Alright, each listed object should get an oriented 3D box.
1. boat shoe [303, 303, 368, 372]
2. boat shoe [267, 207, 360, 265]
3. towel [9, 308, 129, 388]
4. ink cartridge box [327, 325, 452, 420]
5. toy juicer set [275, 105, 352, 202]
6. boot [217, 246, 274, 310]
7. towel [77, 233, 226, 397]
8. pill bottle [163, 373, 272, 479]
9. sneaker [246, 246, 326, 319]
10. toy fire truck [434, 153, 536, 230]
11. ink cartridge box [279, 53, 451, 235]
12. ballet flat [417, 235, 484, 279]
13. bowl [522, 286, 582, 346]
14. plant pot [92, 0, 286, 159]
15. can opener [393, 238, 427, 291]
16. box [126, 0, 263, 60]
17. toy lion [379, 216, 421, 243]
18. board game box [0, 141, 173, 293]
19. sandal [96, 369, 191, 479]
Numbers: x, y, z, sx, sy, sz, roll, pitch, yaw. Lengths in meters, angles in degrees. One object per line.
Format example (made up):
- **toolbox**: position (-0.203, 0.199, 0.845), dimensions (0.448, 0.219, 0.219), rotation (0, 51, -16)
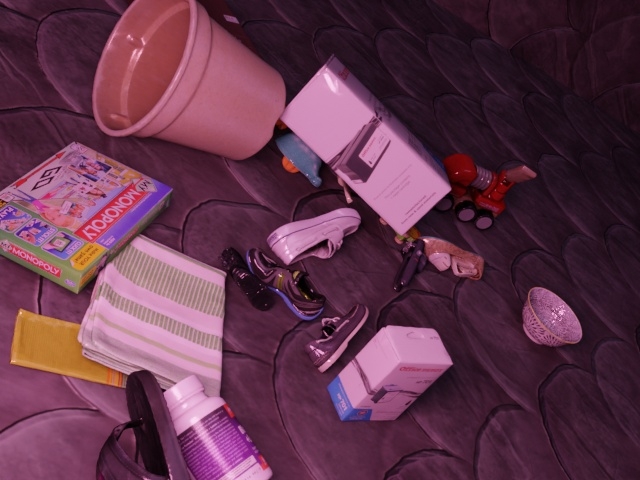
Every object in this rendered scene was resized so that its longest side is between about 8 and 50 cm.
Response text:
- **boat shoe**: position (0.032, 0.173, 1.671), dimensions (0.065, 0.075, 0.206), rotation (43, 39, -1)
- **boat shoe**: position (0.000, 0.000, 1.836), dimensions (0.258, 0.095, 0.084), rotation (-18, 67, -40)
- **towel**: position (-0.361, 0.175, 1.343), dimensions (0.237, 0.021, 0.102), rotation (19, 38, -28)
- **ink cartridge box**: position (0.125, 0.247, 1.569), dimensions (0.140, 0.190, 0.082), rotation (8, 45, -37)
- **toy juicer set**: position (-0.041, -0.203, 2.038), dimensions (0.329, 0.089, 0.209), rotation (46, 15, 2)
- **boot**: position (-0.143, 0.071, 1.642), dimensions (0.121, 0.045, 0.099), rotation (49, 0, -37)
- **towel**: position (-0.271, 0.116, 1.454), dimensions (0.248, 0.038, 0.325), rotation (26, 30, -21)
- **pill bottle**: position (-0.167, 0.302, 1.285), dimensions (0.193, 0.108, 0.108), rotation (54, 36, 8)
- **sneaker**: position (-0.065, 0.075, 1.686), dimensions (0.188, 0.078, 0.067), rotation (41, 34, 3)
- **toy fire truck**: position (0.433, -0.157, 2.271), dimensions (0.217, 0.246, 0.158), rotation (23, 37, -24)
- **ink cartridge box**: position (0.107, -0.232, 2.016), dimensions (0.395, 0.166, 0.285), rotation (44, 15, -8)
- **ballet flat**: position (0.321, 0.048, 2.095), dimensions (0.206, 0.073, 0.067), rotation (17, 54, -24)
- **bowl**: position (0.556, 0.206, 2.121), dimensions (0.170, 0.080, 0.170), rotation (25, 36, -20)
- **plant pot**: position (-0.251, -0.319, 1.786), dimensions (0.305, 0.334, 0.334), rotation (23, 36, -41)
- **can opener**: position (0.209, 0.056, 1.984), dimensions (0.073, 0.059, 0.186), rotation (39, 34, -2)
- **box**: position (-0.309, -0.514, 2.077), dimensions (0.191, 0.143, 0.381), rotation (-3, 50, -45)
- **toy lion**: position (0.204, -0.030, 2.106), dimensions (0.100, 0.034, 0.096), rotation (52, 29, 19)
- **board game box**: position (-0.422, -0.051, 1.480), dimensions (0.213, 0.046, 0.317), rotation (25, 34, 5)
- **sandal**: position (-0.231, 0.364, 1.139), dimensions (0.107, 0.167, 0.445), rotation (-3, 50, -23)
